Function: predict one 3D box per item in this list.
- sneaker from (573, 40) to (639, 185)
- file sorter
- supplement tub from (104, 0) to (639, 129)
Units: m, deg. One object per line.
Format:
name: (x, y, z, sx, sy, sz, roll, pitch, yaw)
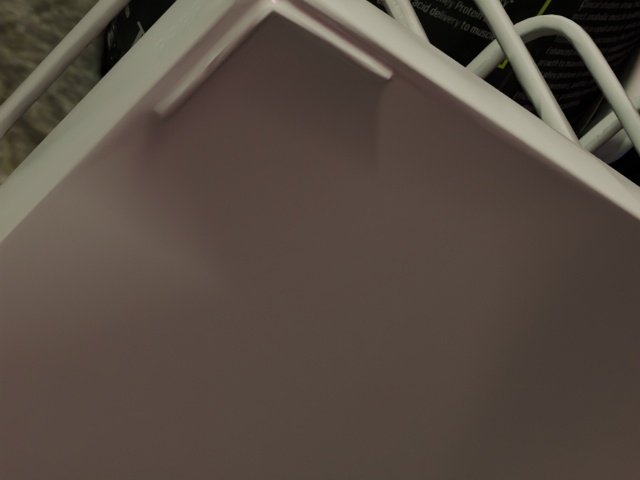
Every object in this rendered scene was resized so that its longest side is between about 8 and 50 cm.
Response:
sneaker: (0.183, -0.049, 0.829, 0.121, 0.079, 0.217, 32, 9, 1)
file sorter: (0.000, 0.000, 0.546, 0.277, 0.193, 0.173, 28, 28, -38)
supplement tub: (0.063, -0.165, 0.712, 0.207, 0.338, 0.207, 21, 39, -18)
